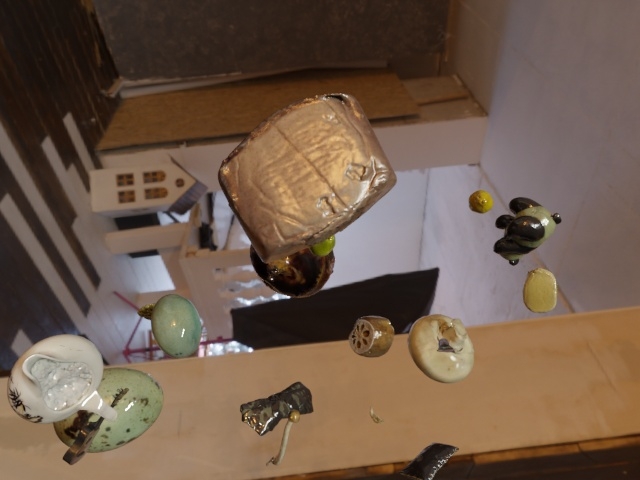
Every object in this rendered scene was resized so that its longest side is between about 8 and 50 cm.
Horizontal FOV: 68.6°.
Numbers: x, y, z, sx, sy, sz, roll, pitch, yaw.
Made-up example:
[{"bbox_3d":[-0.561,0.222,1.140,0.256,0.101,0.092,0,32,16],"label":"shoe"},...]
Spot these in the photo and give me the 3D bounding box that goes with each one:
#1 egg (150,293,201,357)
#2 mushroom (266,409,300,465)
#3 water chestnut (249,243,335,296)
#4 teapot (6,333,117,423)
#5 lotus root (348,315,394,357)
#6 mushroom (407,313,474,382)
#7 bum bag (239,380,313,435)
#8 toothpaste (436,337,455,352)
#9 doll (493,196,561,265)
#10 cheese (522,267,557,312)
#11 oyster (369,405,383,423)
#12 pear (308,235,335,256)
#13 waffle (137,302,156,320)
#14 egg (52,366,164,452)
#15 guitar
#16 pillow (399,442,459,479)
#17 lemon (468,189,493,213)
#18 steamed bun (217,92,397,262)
[{"bbox_3d":[-0.512,0.301,1.668,0.169,0.169,0.237,89,-20,-72],"label":"egg"},{"bbox_3d":[-0.119,0.617,1.405,0.068,0.043,0.306,-52,165,-59],"label":"mushroom"},{"bbox_3d":[-0.116,0.071,1.781,0.302,0.350,0.351,-45,131,-68],"label":"water chestnut"},{"bbox_3d":[-0.605,0.339,1.121,0.300,0.165,0.208,54,46,-38],"label":"teapot"},{"bbox_3d":[0.145,0.274,1.334,0.112,0.081,0.122,42,-68,45],"label":"lotus root"},{"bbox_3d":[0.414,0.350,1.577,0.202,0.246,0.246,119,-26,-42],"label":"mushroom"},{"bbox_3d":[-0.168,0.687,1.928,0.144,0.340,0.095,54,-47,29],"label":"bum bag"},{"bbox_3d":[0.329,0.282,1.247,0.170,0.045,0.028,19,76,-77],"label":"toothpaste"},{"bbox_3d":[0.599,-0.022,1.407,0.234,0.135,0.144,110,3,-57],"label":"doll"},{"bbox_3d":[0.633,0.142,1.351,0.167,0.093,0.123,3,98,-66],"label":"cheese"},{"bbox_3d":[0.206,0.649,1.719,0.093,0.034,0.051,50,2,-15],"label":"oyster"},{"bbox_3d":[0.000,0.000,1.348,0.097,0.092,0.092,-2,-84,51],"label":"pear"},{"bbox_3d":[-0.677,0.310,1.983,0.183,0.169,0.036,-33,-134,42],"label":"waffle"},{"bbox_3d":[-0.763,0.607,1.703,0.287,0.379,0.288,170,-90,-77],"label":"egg"},{"bbox_3d":[-0.665,0.543,1.398,0.271,0.038,0.084,-55,175,-1],"label":"guitar"},{"bbox_3d":[0.414,0.838,1.782,0.141,0.208,0.055,-13,-82,53],"label":"pillow"},{"bbox_3d":[0.431,-0.103,1.266,0.092,0.065,0.065,10,74,-78],"label":"lemon"},{"bbox_3d":[-0.021,-0.109,0.893,0.252,0.301,0.199,58,0,14],"label":"steamed bun"}]
